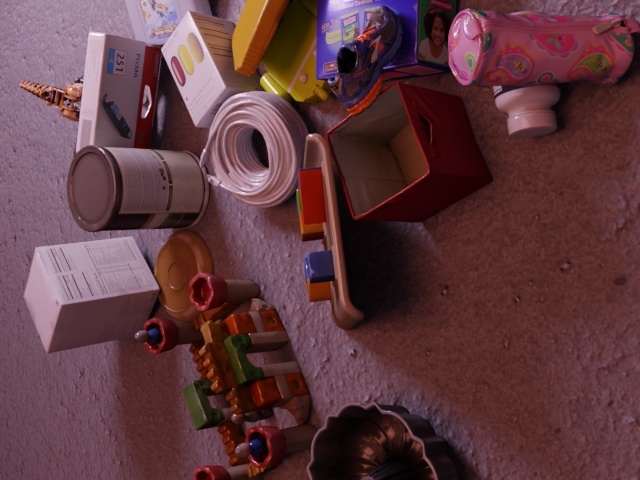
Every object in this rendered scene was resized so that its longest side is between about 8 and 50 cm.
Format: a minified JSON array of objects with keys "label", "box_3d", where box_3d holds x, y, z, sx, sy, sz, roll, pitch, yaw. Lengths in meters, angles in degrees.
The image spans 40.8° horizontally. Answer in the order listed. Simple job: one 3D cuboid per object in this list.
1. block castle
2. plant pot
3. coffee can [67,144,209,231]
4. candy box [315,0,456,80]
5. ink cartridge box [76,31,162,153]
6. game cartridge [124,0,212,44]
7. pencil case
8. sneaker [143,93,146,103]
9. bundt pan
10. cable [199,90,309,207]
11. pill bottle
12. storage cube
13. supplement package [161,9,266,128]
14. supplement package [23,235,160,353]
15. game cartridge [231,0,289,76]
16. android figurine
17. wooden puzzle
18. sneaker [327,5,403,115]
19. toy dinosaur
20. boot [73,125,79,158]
[{"label":"block castle","box_3d":[-0.224,0.323,1.915,0.303,0.213,0.453,-41,62,36]},{"label":"plant pot","box_3d":[-0.354,0.089,2.171,0.236,0.032,0.236,-2,87,45]},{"label":"coffee can","box_3d":[-0.437,-0.124,2.077,0.202,0.275,0.201,3,94,43]},{"label":"candy box","box_3d":[0.123,-0.472,1.648,0.268,0.122,0.317,3,93,46]},{"label":"ink cartridge box","box_3d":[-0.481,-0.353,2.156,0.066,0.261,0.296,14,100,30]},{"label":"game cartridge","box_3d":[-0.391,-0.594,2.158,0.297,0.062,0.198,3,109,45]},{"label":"pencil case","box_3d":[0.342,-0.297,1.321,0.124,0.284,0.124,176,90,-75]},{"label":"sneaker","box_3d":[-0.494,-0.387,2.320,0.083,0.032,0.037,55,139,36]},{"label":"bundt pan","box_3d":[0.131,0.462,1.626,0.331,0.124,0.330,0,89,44]},{"label":"cable","box_3d":[-0.134,-0.198,1.888,0.257,0.089,0.257,37,125,23]},{"label":"pill bottle","box_3d":[0.342,-0.274,1.439,0.108,0.108,0.193,-13,80,44]},{"label":"storage cube","box_3d":[0.161,-0.151,1.556,0.215,0.193,0.183,-32,67,39]},{"label":"supplement package","box_3d":[-0.248,-0.392,2.001,0.139,0.134,0.244,-45,60,34]},{"label":"supplement package","box_3d":[-0.593,0.136,2.222,0.198,0.263,0.199,56,136,30]},{"label":"game cartridge","box_3d":[-0.104,-0.528,1.828,0.285,0.053,0.323,-103,36,-60]},{"label":"android figurine","box_3d":[-0.040,-0.406,1.855,0.273,0.056,0.248,53,123,33]},{"label":"wooden puzzle","box_3d":[0.000,0.000,1.664,0.322,0.081,0.347,106,153,-80]},{"label":"sneaker","box_3d":[0.078,-0.329,1.502,0.083,0.087,0.221,-16,48,50]},{"label":"toy dinosaur","box_3d":[-0.636,-0.380,2.314,0.322,0.218,0.164,37,104,-7]},{"label":"boot","box_3d":[-0.687,-0.274,2.498,0.106,0.037,0.114,32,109,54]}]
